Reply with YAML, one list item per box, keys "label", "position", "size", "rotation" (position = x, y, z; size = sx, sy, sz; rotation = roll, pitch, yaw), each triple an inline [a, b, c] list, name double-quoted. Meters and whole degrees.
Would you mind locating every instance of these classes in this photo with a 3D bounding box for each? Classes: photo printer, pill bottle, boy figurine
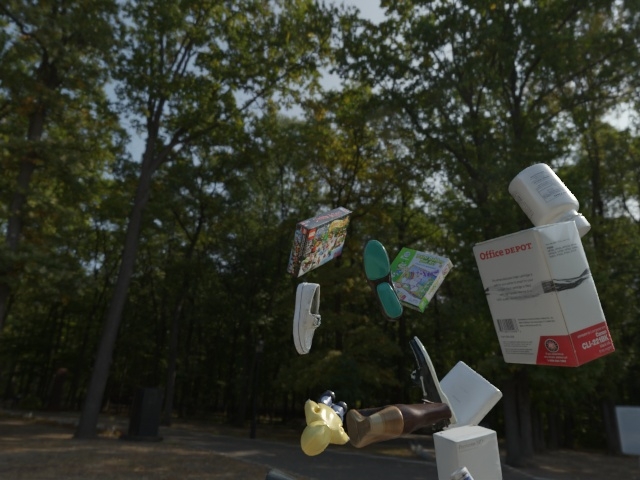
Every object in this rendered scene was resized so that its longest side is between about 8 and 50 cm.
- label: "photo printer"
  position: [0.669, 0.769, 2.240]
  size: [0.256, 0.307, 0.107]
  rotation: [37, -15, 43]
- label: "pill bottle"
  position: [0.491, 0.827, 1.553]
  size: [0.067, 0.120, 0.067]
  rotation: [-27, -24, -13]
- label: "boy figurine"
  position: [0.017, 0.577, 1.458]
  size: [0.177, 0.092, 0.285]
  rotation: [40, 12, 5]
- label: "pill bottle"
  position: [0.667, -0.101, 1.358]
  size: [0.131, 0.229, 0.131]
  rotation: [-18, -31, -11]

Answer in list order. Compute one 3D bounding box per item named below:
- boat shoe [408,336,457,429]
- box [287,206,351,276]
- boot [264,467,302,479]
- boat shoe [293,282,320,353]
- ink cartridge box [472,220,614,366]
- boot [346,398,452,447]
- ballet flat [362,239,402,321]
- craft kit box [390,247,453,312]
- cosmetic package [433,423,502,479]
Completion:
- label: "boat shoe"
  position: [0.351, 0.474, 1.559]
  size: [0.091, 0.302, 0.114]
  rotation: [-25, -27, 8]
- label: "box"
  position: [0.000, 0.000, 1.402]
  size: [0.044, 0.159, 0.233]
  rotation: [28, 30, 26]
- label: "boot"
  position: [0.016, 0.871, 1.549]
  size: [0.445, 0.146, 0.367]
  rotation: [21, -43, 18]
- label: "boat shoe"
  position: [-0.043, 0.282, 1.693]
  size: [0.084, 0.258, 0.095]
  rotation: [-4, -8, 26]
- label: "ink cartridge box"
  position: [0.459, 0.113, 0.987]
  size: [0.114, 0.273, 0.197]
  rotation: [-12, -7, -23]
- label: "boot"
  position: [0.185, 0.452, 1.158]
  size: [0.207, 0.090, 0.248]
  rotation: [-2, -22, -16]
- label: "ballet flat"
  position: [0.198, 0.141, 1.580]
  size: [0.095, 0.280, 0.096]
  rotation: [-12, -14, -8]
- label: "craft kit box"
  position: [0.387, 0.158, 1.961]
  size: [0.250, 0.246, 0.061]
  rotation: [15, -32, 48]
- label: "cosmetic package"
  position: [0.604, 0.968, 1.885]
  size: [0.217, 0.385, 0.156]
  rotation: [-5, -5, -23]
